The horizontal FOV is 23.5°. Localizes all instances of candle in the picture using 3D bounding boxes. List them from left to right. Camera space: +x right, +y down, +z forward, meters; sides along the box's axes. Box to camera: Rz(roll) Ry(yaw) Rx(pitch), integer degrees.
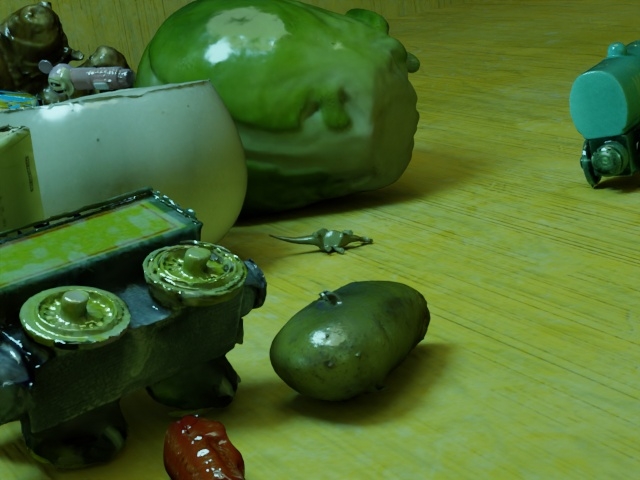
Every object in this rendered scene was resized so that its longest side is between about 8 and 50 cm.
[{"bbox_3d":[-0.074,0.154,1.021,0.053,0.048,0.162,-41,20,-5],"label":"candle"}]

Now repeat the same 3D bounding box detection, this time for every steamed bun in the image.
[{"bbox_3d":[-0.239,-0.055,1.647,0.324,0.206,0.324,-9,8,1],"label":"steamed bun"}]

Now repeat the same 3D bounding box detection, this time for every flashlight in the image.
[{"bbox_3d":[-0.253,-0.173,1.661,0.110,0.052,0.031,2,46,24],"label":"flashlight"}]

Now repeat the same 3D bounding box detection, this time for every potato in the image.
[{"bbox_3d":[0.027,0.074,1.215,0.105,0.085,0.188,1,12,29],"label":"potato"}]

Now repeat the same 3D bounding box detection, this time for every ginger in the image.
[{"bbox_3d":[-0.417,-0.203,2.124,0.357,0.152,0.274,30,-41,-35],"label":"ginger"}]

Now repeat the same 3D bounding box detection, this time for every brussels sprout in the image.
[{"bbox_3d":[-0.068,-0.166,1.908,0.371,0.275,0.315,13,11,41],"label":"brussels sprout"}]

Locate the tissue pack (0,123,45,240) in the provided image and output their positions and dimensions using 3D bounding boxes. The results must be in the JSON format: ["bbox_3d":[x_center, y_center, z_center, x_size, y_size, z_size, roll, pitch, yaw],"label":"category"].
[{"bbox_3d":[-0.316,0.027,1.304,0.159,0.234,0.125,-5,13,14],"label":"tissue pack"}]

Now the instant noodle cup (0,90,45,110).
[{"bbox_3d":[-0.448,-0.098,1.976,0.178,0.240,0.240,-2,10,-21],"label":"instant noodle cup"}]

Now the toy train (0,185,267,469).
[{"bbox_3d":[-0.171,0.066,1.192,0.261,0.134,0.177,-21,37,-40],"label":"toy train"}]

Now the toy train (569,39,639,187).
[{"bbox_3d":[0.360,-0.154,1.793,0.101,0.159,0.248,-8,14,28],"label":"toy train"}]

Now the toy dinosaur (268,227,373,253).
[{"bbox_3d":[0.001,0.000,1.655,0.113,0.026,0.041,-1,6,-4],"label":"toy dinosaur"}]
